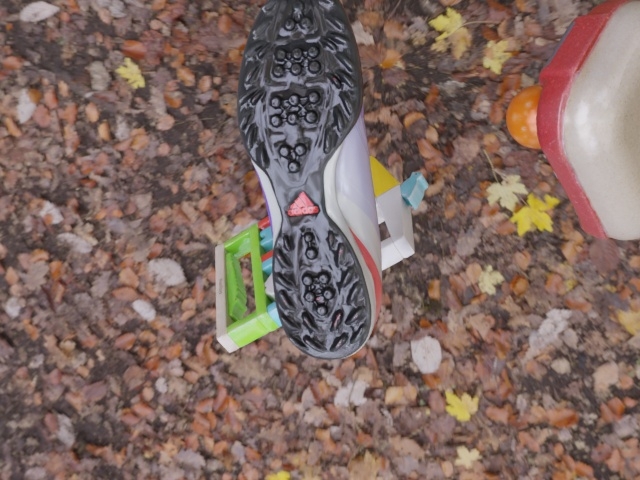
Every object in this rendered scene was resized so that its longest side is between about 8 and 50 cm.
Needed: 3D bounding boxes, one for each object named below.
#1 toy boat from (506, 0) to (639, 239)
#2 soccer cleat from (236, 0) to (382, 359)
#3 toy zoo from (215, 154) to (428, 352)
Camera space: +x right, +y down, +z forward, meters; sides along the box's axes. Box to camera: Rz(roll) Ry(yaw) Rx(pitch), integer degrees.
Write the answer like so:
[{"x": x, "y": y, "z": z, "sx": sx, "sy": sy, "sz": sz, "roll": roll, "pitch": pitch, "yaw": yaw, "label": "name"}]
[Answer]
[{"x": 0.237, "y": -0.103, "z": 0.664, "sx": 0.151, "sy": 0.151, "sz": 0.231, "roll": -57, "pitch": 134, "yaw": -11, "label": "toy boat"}, {"x": 0.000, "y": -0.060, "z": 0.661, "sx": 0.108, "sy": 0.116, "sz": 0.318, "roll": -6, "pitch": 97, "yaw": 14, "label": "soccer cleat"}, {"x": 0.000, "y": 0.000, "z": 0.903, "sx": 0.293, "sy": 0.192, "sz": 0.030, "roll": -30, "pitch": 123, "yaw": 11, "label": "toy zoo"}]
